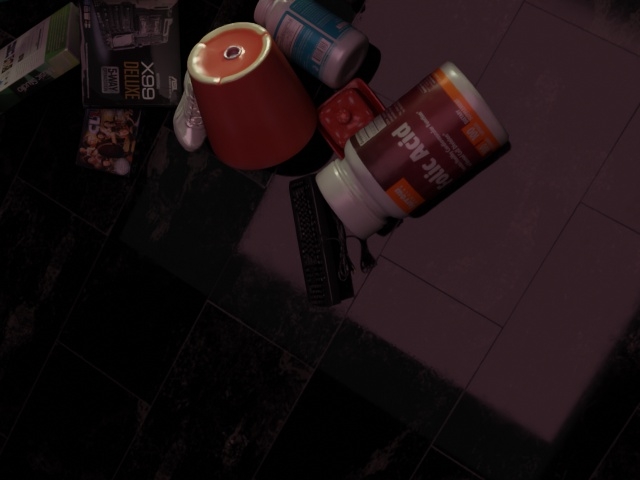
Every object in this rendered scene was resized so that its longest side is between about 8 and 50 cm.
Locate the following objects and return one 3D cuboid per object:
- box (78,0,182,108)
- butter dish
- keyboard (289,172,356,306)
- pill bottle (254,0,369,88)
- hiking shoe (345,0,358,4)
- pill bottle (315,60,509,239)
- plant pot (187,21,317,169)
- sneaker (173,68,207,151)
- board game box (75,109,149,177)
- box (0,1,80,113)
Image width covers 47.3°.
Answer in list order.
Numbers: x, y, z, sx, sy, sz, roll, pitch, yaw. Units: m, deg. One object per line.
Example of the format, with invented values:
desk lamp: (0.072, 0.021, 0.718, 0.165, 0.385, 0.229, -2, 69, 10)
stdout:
box: (-0.475, -0.483, 1.824, 0.242, 0.076, 0.307, -2, 91, -17)
butter dish: (0.065, -0.285, 1.713, 0.160, 0.118, 0.160, -38, 82, 15)
keyboard: (0.000, 0.000, 1.732, 0.201, 0.033, 0.317, -11, 89, 53)
pill bottle: (-0.027, -0.484, 1.718, 0.264, 0.146, 0.146, 37, 101, 12)
hiking shoe: (0.106, -0.665, 1.705, 0.114, 0.086, 0.227, 9, 93, 19)
pill bottle: (0.196, -0.191, 1.624, 0.392, 0.224, 0.224, -38, 82, 14)
plant pot: (-0.165, -0.338, 1.658, 0.275, 0.243, 0.275, -9, 53, 12)
sneaker: (-0.304, -0.335, 1.782, 0.090, 0.115, 0.232, 6, 85, -17)
board game box: (-0.544, -0.300, 1.925, 0.165, 0.042, 0.243, 13, 95, 15)
box: (-0.762, -0.466, 1.912, 0.322, 0.058, 0.232, -27, 46, 16)
